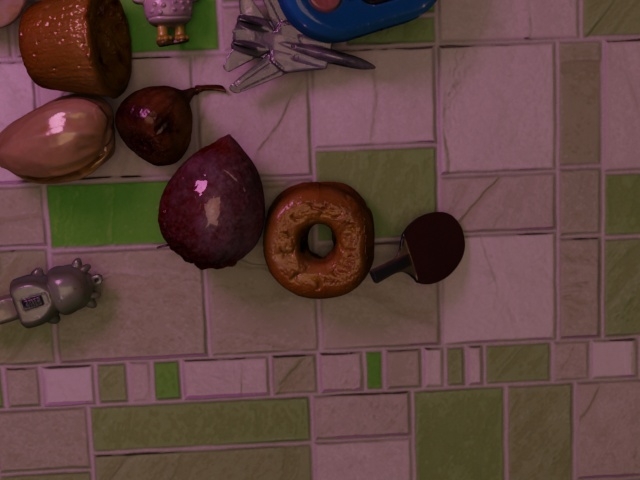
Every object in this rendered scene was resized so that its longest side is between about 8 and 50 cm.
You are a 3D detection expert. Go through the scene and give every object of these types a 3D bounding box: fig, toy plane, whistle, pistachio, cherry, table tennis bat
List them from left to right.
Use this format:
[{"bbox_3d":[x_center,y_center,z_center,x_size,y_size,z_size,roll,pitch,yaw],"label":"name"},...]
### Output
[{"bbox_3d":[-0.520,0.106,1.791,0.244,0.092,0.110,-19,100,-1],"label":"whistle"},{"bbox_3d":[-0.474,-0.179,1.725,0.229,0.157,0.157,-19,99,7],"label":"pistachio"},{"bbox_3d":[-0.270,-0.241,1.748,0.133,0.146,0.201,29,69,22],"label":"fig"},{"bbox_3d":[-0.192,-0.070,1.741,0.192,0.175,0.250,17,99,9],"label":"cherry"},{"bbox_3d":[-0.032,-0.348,1.756,0.267,0.088,0.212,12,99,-12],"label":"toy plane"},{"bbox_3d":[0.183,0.026,1.799,0.220,0.019,0.130,-25,103,-27],"label":"table tennis bat"}]

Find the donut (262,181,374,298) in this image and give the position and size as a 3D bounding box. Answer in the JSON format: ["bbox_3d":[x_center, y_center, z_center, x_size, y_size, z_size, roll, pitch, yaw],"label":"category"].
[{"bbox_3d":[-0.002,0.001,1.789,0.226,0.114,0.227,0,100,-1],"label":"donut"}]

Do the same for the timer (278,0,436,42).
[{"bbox_3d":[0.048,-0.526,1.684,0.309,0.115,0.340,-20,96,-15],"label":"timer"}]

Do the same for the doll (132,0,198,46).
[{"bbox_3d":[-0.276,-0.452,1.728,0.129,0.081,0.207,-9,97,-20],"label":"doll"}]

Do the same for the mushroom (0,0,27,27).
[{"bbox_3d":[-0.564,-0.485,1.690,0.236,0.162,0.173,-10,126,17],"label":"mushroom"}]

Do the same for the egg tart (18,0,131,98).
[{"bbox_3d":[-0.428,-0.341,1.693,0.147,0.202,0.203,-5,99,12],"label":"egg tart"}]
